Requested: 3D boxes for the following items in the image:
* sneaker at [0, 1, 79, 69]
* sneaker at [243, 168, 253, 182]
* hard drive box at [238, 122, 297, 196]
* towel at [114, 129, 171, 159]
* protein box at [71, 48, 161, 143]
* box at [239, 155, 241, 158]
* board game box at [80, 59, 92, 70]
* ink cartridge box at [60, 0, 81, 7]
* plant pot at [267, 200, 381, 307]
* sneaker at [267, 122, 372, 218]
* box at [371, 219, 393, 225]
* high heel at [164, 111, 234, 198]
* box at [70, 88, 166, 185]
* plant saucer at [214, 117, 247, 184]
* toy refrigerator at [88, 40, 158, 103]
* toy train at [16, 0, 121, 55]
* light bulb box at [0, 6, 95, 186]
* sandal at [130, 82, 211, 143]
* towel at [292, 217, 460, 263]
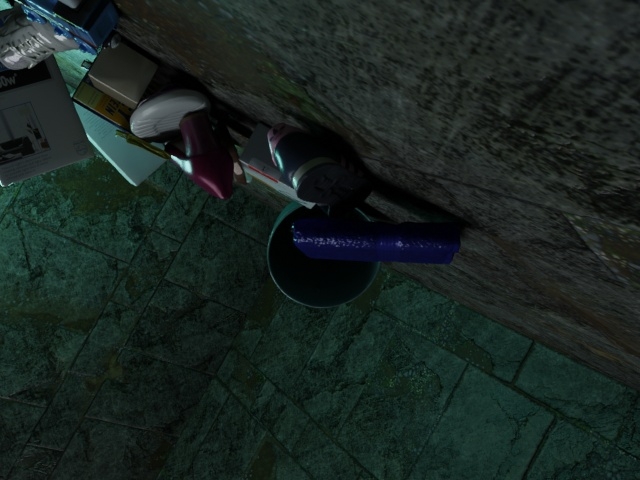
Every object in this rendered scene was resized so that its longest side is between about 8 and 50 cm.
[{"bbox_3d":[-0.553,-0.394,1.161,0.305,0.152,0.114,25,173,46],"label":"sneaker"},{"bbox_3d":[-0.303,-0.262,2.268,0.134,0.051,0.070,32,-179,22],"label":"sneaker"},{"bbox_3d":[-0.071,-0.154,1.267,0.181,0.089,0.232,29,178,-3],"label":"hard drive box"},{"bbox_3d":[-0.415,-0.222,1.354,0.102,0.021,0.237,26,180,-28],"label":"towel"},{"bbox_3d":[-0.497,-0.356,1.471,0.201,0.136,0.200,31,177,-27],"label":"protein box"},{"bbox_3d":[-0.207,-0.236,1.933,0.136,0.028,0.081,27,178,-13],"label":"box"},{"bbox_3d":[-0.595,-0.458,1.817,0.145,0.027,0.281,27,177,24],"label":"board game box"},{"bbox_3d":[-0.359,-0.353,0.437,0.308,0.091,0.385,29,179,-5],"label":"ink cartridge box"},{"bbox_3d":[0.000,0.000,1.585,0.293,0.293,0.235,30,-167,-15],"label":"plant pot"},{"bbox_3d":[0.005,-0.129,1.062,0.131,0.112,0.319,54,-172,17],"label":"sneaker"},{"bbox_3d":[0.209,-0.009,1.648,0.114,0.036,0.207,30,178,-19],"label":"box"},{"bbox_3d":[-0.271,-0.158,1.329,0.377,0.127,0.181,174,77,-79],"label":"high heel"},{"bbox_3d":[-0.700,-0.374,1.991,0.345,0.168,0.215,51,168,-26],"label":"box"},{"bbox_3d":[-0.219,-0.209,1.402,0.168,0.029,0.168,159,90,-81],"label":"plant saucer"},{"bbox_3d":[-0.407,-0.343,1.216,0.102,0.094,0.269,30,180,-20],"label":"toy refrigerator"},{"bbox_3d":[-0.394,-0.362,0.899,0.184,0.080,0.105,31,169,1],"label":"toy train"},{"bbox_3d":[-0.758,-0.360,1.444,0.358,0.225,0.361,26,136,56],"label":"light bulb box"},{"bbox_3d":[-0.331,-0.286,1.279,0.416,0.169,0.102,-175,65,-81],"label":"sandal"},{"bbox_3d":[0.112,-0.007,1.143,0.308,0.076,0.227,2,170,8],"label":"towel"}]
